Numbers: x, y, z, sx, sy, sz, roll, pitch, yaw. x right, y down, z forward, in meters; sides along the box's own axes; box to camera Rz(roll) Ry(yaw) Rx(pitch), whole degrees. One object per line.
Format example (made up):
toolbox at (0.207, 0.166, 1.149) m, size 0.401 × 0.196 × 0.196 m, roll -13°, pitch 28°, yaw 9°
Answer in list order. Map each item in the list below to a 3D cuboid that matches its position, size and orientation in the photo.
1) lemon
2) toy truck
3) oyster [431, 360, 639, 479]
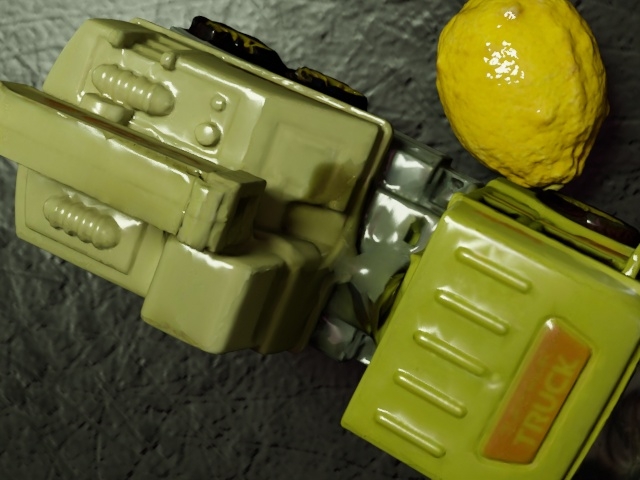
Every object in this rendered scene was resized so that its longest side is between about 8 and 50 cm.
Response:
lemon at (0.143, -0.108, 0.649) m, size 0.114 × 0.114 × 0.155 m, roll -23°, pitch 98°, yaw 4°
toy truck at (0.000, 0.000, 0.563) m, size 0.405 × 0.254 × 0.180 m, roll 28°, pitch 106°, yaw 14°
oyster at (0.252, 0.158, 0.675) m, size 0.238 × 0.115 × 0.351 m, roll 39°, pitch 91°, yaw 7°
